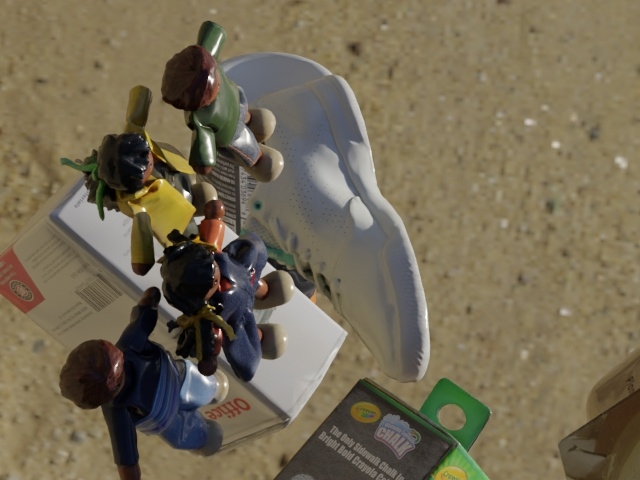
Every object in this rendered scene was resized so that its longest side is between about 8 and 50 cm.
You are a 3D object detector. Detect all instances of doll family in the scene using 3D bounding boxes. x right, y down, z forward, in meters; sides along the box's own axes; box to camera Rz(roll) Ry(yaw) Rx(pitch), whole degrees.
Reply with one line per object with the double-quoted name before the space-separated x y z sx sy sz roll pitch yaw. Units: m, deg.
"doll family" -0.060 0.006 0.647 0.111 0.076 0.193 44 37 -70

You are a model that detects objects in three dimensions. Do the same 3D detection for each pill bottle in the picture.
"pill bottle" -0.046 -0.035 1.411 0.130 0.130 0.245 -35 141 -36

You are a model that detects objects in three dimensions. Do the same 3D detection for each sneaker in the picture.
"sneaker" 0.000 0.000 0.957 0.094 0.212 0.080 -15 150 -11

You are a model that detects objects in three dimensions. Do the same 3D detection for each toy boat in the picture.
"toy boat" 0.373 0.199 1.631 0.151 0.151 0.231 43 21 -14

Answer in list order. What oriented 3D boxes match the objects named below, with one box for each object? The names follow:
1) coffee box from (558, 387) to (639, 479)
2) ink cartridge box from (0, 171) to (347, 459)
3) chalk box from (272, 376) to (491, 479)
"coffee box" 0.241 0.104 0.726 0.098 0.246 0.141 21 44 -34
"ink cartridge box" -0.112 0.047 1.126 0.218 0.158 0.092 43 58 -11
"chalk box" 0.067 0.220 1.389 0.213 0.132 0.132 -47 136 -10
